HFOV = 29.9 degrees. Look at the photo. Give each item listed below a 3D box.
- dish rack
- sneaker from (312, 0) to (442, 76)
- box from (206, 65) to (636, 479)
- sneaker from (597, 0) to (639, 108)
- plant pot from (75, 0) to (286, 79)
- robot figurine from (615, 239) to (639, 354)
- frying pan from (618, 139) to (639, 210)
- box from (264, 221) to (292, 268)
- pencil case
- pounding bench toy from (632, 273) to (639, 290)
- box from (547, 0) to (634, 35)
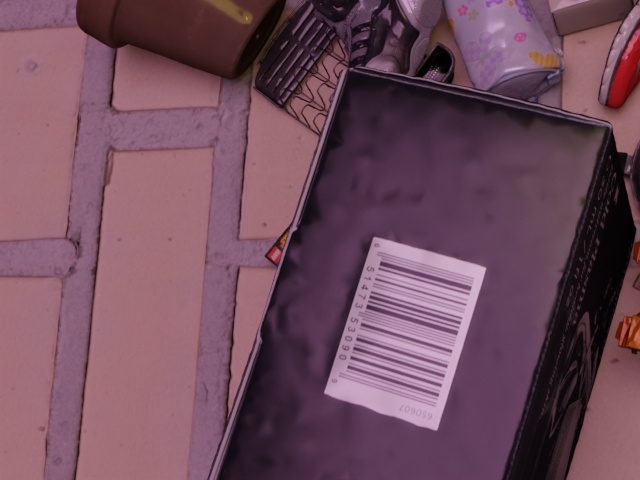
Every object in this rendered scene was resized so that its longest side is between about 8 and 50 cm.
[{"bbox_3d":[0.037,-0.232,1.681,0.271,0.074,0.208,38,91,21],"label":"dish rack"},{"bbox_3d":[0.051,-0.254,1.595,0.153,0.101,0.268,20,81,25],"label":"sneaker"},{"bbox_3d":[0.147,0.122,1.359,0.297,0.472,0.480,16,84,19],"label":"box"},{"bbox_3d":[0.462,-0.278,1.543,0.118,0.107,0.279,37,93,13],"label":"sneaker"},{"bbox_3d":[-0.179,-0.350,1.705,0.229,0.263,0.263,33,90,2],"label":"plant pot"},{"bbox_3d":[0.508,0.088,1.420,0.291,0.085,0.211,14,87,-4],"label":"robot figurine"},{"bbox_3d":[0.433,-0.068,1.533,0.326,0.053,0.197,-14,74,16],"label":"frying pan"},{"bbox_3d":[0.000,0.000,1.668,0.094,0.027,0.137,41,92,19],"label":"box"},{"bbox_3d":[0.230,-0.315,1.615,0.124,0.113,0.273,-25,71,21],"label":"pencil case"},{"bbox_3d":[0.431,0.061,1.499,0.083,0.065,0.052,18,85,20],"label":"pounding bench toy"},{"bbox_3d":[0.338,-0.427,1.615,0.113,0.094,0.275,-15,74,14],"label":"box"}]
